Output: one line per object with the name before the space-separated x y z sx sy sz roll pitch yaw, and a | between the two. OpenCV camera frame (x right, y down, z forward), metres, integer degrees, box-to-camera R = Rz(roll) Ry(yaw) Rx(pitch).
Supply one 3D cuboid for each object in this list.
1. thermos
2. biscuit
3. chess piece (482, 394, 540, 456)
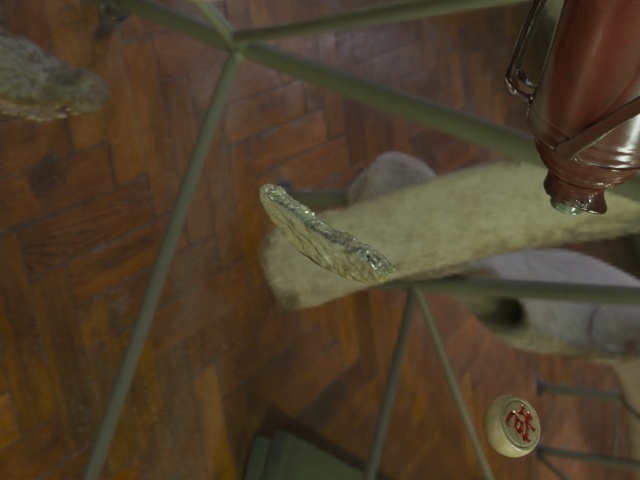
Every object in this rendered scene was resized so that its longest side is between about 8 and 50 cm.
thermos | 0.179 -0.115 0.607 0.099 0.124 0.232 -37 149 -43
biscuit | 0.003 0.003 1.616 0.032 0.250 0.133 -54 173 -23
chess piece | 0.256 0.249 1.344 0.083 0.038 0.084 18 59 -32
